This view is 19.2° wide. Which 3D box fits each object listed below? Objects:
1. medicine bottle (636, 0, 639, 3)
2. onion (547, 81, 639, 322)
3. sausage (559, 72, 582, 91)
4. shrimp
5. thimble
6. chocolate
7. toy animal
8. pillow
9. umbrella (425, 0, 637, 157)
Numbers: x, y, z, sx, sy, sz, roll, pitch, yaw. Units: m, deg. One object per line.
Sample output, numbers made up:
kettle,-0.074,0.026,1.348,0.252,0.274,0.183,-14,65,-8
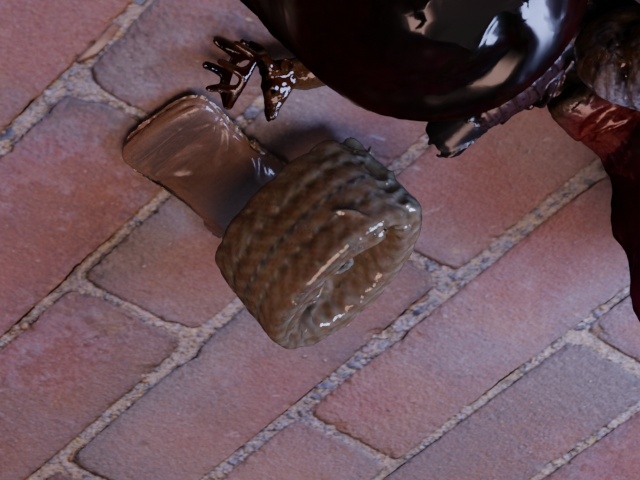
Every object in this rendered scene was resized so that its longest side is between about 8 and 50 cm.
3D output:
medicine bottle,0.419,-0.361,1.886,0.238,0.238,0.232,-2,137,-10
onion,0.446,-0.069,2.155,0.420,0.398,0.398,28,132,11
sausage,0.284,-0.183,2.186,0.132,0.024,0.024,5,133,-16
shrimp,0.433,-0.185,1.965,0.343,0.145,0.116,8,126,17
thimble,-0.006,0.004,2.188,0.196,0.148,0.229,-19,149,-45
chocolate,0.104,-0.272,1.809,0.384,0.331,0.383,-8,126,-12
toy animal,0.026,-0.215,2.077,0.260,0.087,0.243,24,112,-29
pillow,-0.125,-0.084,2.194,0.135,0.034,0.211,-31,131,21
umbrella,0.246,-0.207,2.091,0.326,0.090,0.094,-44,84,17
